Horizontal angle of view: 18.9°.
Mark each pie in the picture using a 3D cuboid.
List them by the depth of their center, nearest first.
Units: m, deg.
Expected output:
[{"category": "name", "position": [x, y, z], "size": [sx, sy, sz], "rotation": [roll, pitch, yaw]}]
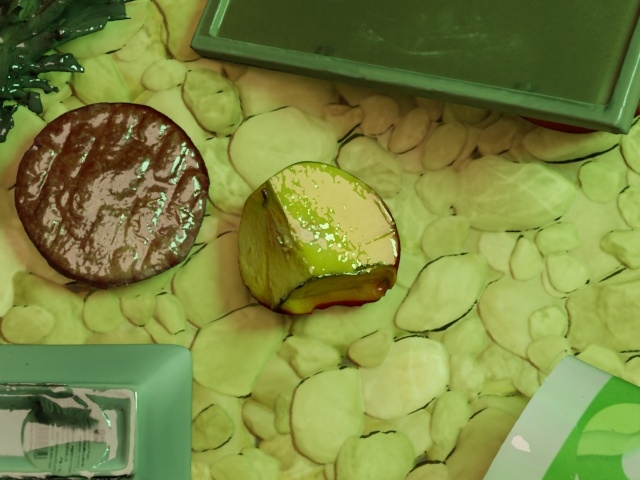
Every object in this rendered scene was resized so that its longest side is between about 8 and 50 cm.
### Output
[{"category": "pie", "position": [-0.192, -0.044, 1.779], "size": [0.182, 0.049, 0.182], "rotation": [-1, 77, 3]}]

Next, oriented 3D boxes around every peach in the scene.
[{"category": "peach", "position": [0.003, -0.005, 1.732], "size": [0.151, 0.118, 0.151], "rotation": [3, 94, 38]}]

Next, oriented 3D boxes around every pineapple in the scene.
[{"category": "pineapple", "position": [-0.324, -0.149, 1.765], "size": [0.165, 0.165, 0.364], "rotation": [35, 73, 8]}]

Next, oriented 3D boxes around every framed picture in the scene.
[{"category": "framed picture", "position": [0.119, -0.281, 1.732], "size": [0.446, 0.028, 0.326], "rotation": [14, 78, 31]}]

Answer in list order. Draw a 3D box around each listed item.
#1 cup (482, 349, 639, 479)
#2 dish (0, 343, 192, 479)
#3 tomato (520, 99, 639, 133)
[{"category": "cup", "position": [0.278, 0.241, 1.624], "size": [0.274, 0.253, 0.253], "rotation": [31, 81, 16]}, {"category": "dish", "position": [-0.238, 0.177, 1.720], "size": [0.243, 0.080, 0.181], "rotation": [0, 78, 1]}, {"category": "tomato", "position": [0.232, -0.187, 1.748], "size": [0.195, 0.136, 0.195], "rotation": [-2, 76, 9]}]
